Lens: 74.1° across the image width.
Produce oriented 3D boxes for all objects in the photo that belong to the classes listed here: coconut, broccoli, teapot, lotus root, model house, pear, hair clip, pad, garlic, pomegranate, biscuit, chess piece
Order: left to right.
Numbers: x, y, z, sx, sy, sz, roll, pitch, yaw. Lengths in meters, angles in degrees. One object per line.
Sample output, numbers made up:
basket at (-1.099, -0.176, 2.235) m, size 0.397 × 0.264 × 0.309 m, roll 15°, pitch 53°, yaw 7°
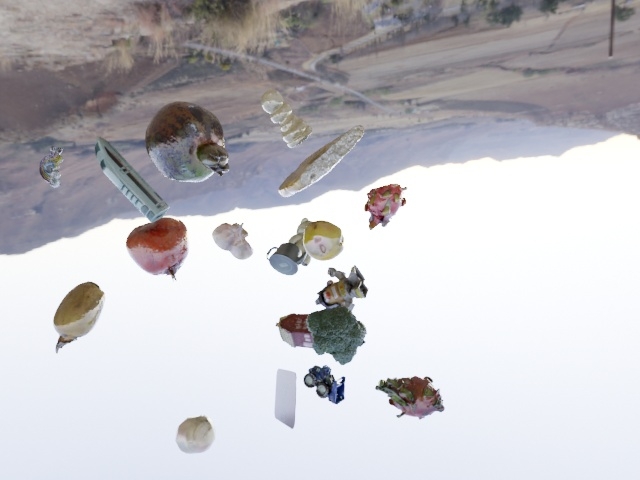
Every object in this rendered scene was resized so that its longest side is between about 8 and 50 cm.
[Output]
hair clip at (-1.129, -0.312, 1.788) m, size 0.116 × 0.172 × 0.049 m, roll 15°, pitch -179°, yaw 25°
lotus root at (-0.715, 0.224, 1.250) m, size 0.118 × 0.125 × 0.221 m, roll 3°, pitch -123°, yaw 12°
pomegranate at (-0.433, -0.322, 1.459) m, size 0.340 × 0.285 × 0.285 m, roll 27°, pitch -151°, yaw 33°
coconut at (-0.572, 0.877, 1.929) m, size 0.182 × 0.171 × 0.170 m, roll -19°, pitch -179°, yaw 41°
garlic at (-0.321, -0.001, 1.602) m, size 0.124 × 0.174 × 0.099 m, roll -50°, pitch -163°, yaw -16°
chess piece at (-0.190, -0.649, 2.210) m, size 0.167 × 0.300 × 0.167 m, roll -31°, pitch -152°, yaw 18°
pad at (-0.125, 0.547, 1.488) m, size 0.004 × 0.181 × 0.267 m, roll 7°, pitch 164°, yaw -18°
teapot at (-0.175, 0.074, 2.205) m, size 0.239 × 0.162 × 0.149 m, roll 2°, pitch -133°, yaw 27°
model house at (-0.147, 0.555, 2.620) m, size 0.253 × 0.196 × 0.160 m, roll 4°, pitch -131°, yaw 9°
biscuit at (-0.028, -0.355, 2.084) m, size 0.429 × 0.104 × 0.446 m, roll -49°, pitch -165°, yaw -28°
pear at (0.017, 0.000, 1.730) m, size 0.177 × 0.178 × 0.178 m, roll -7°, pitch -169°, yaw 1°
broccoli at (0.055, 0.417, 1.871) m, size 0.269 × 0.269 × 0.254 m, roll 4°, pitch -143°, yaw 46°

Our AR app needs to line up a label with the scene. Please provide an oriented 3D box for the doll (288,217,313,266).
doll at (-0.092, 0.022, 2.405) m, size 0.149 × 0.175 × 0.278 m, roll -25°, pitch -144°, yaw 51°

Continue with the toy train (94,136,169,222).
toy train at (-0.798, -0.250, 1.733) m, size 0.086 × 0.407 × 0.088 m, roll -38°, pitch -174°, yaw 41°

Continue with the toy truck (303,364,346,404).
toy truck at (0.034, 0.670, 2.003) m, size 0.208 × 0.126 × 0.113 m, roll 32°, pitch -173°, yaw 23°

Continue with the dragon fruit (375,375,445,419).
dragon fruit at (0.380, 0.653, 1.786) m, size 0.269 × 0.198 × 0.200 m, roll 29°, pitch 154°, yaw -27°

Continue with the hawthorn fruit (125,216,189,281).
hawthorn fruit at (-0.719, 0.050, 1.923) m, size 0.275 × 0.308 × 0.276 m, roll -20°, pitch 173°, yaw -3°

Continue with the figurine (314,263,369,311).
figurine at (0.109, 0.274, 2.230) m, size 0.143 × 0.309 × 0.308 m, roll 35°, pitch 163°, yaw -34°

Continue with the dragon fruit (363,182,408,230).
dragon fruit at (0.221, -0.124, 1.508) m, size 0.133 × 0.208 × 0.150 m, roll 10°, pitch -148°, yaw -25°
